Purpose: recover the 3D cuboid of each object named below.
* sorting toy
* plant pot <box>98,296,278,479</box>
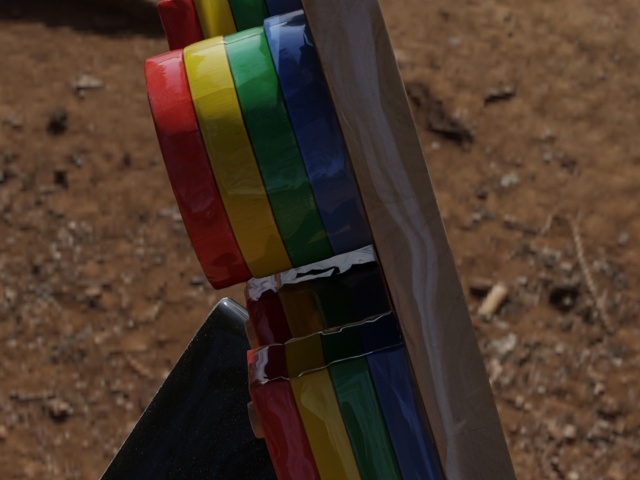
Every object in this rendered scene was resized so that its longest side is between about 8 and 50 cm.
[{"bbox_3d":[0.000,0.000,0.643,0.089,0.255,0.257,-17,16,2],"label":"sorting toy"},{"bbox_3d":[-0.013,0.172,0.887,0.167,0.188,0.187,28,80,26],"label":"plant pot"}]
